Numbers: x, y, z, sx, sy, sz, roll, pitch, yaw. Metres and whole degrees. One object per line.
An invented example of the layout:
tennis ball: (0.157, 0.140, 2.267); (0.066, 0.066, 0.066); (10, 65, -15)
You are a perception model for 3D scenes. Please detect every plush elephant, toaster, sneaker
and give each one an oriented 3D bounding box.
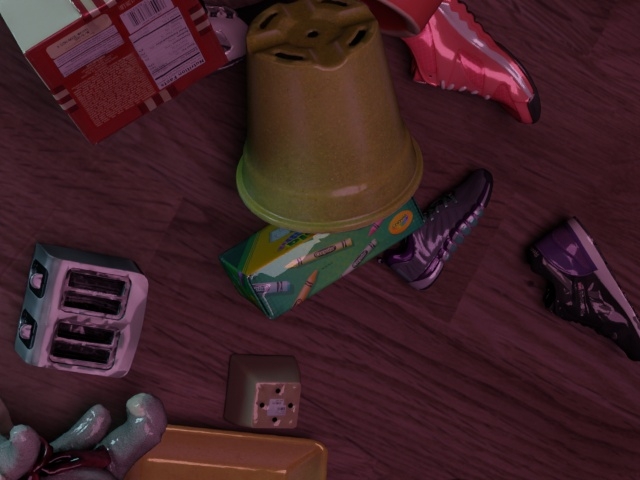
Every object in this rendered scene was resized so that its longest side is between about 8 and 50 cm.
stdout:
plush elephant: (-0.401, 0.334, 1.791); (0.330, 0.271, 0.255); (-30, 131, 31)
toaster: (-0.341, 0.106, 1.864); (0.186, 0.110, 0.168); (12, 97, -21)
sneaker: (0.185, -0.033, 2.037); (0.098, 0.083, 0.223); (33, 89, -17)
sneaker: (-0.197, -0.302, 1.830); (0.331, 0.122, 0.146); (-26, 109, -13)
sneaker: (0.211, -0.278, 1.998); (0.136, 0.116, 0.314); (-45, 104, 4)
sneaker: (0.444, 0.102, 2.155); (0.124, 0.107, 0.283); (-33, 106, 5)

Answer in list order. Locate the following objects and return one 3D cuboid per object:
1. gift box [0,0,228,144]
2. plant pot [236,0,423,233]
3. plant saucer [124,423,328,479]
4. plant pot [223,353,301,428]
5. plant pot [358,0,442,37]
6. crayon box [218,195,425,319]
gift box: (-0.291, -0.331, 1.643); (0.255, 0.258, 0.276); (-30, 148, -7)
plant pot: (0.000, -0.193, 1.790); (0.276, 0.276, 0.253); (-22, 134, -14)
plant saucer: (-0.163, 0.461, 1.964); (0.333, 0.081, 0.332); (9, 72, -20)
plant pot: (-0.082, 0.241, 1.987); (0.109, 0.096, 0.109); (4, 98, -20)
plant pot: (0.098, -0.439, 1.818); (0.275, 0.275, 0.243); (24, 86, -21)
crayon box: (0.000, 0.000, 1.932); (0.278, 0.165, 0.081); (-31, 109, -11)
